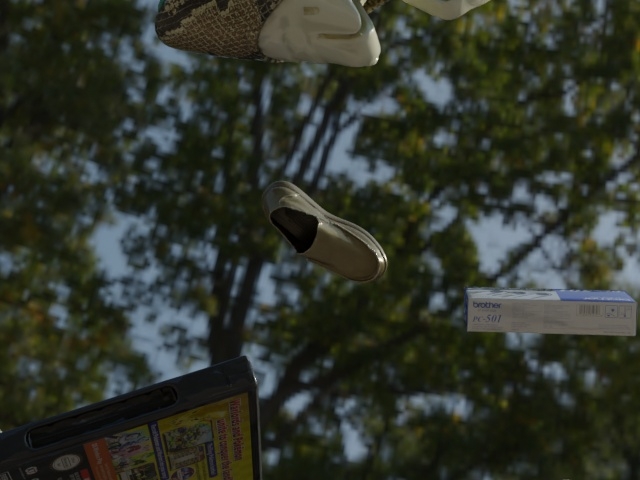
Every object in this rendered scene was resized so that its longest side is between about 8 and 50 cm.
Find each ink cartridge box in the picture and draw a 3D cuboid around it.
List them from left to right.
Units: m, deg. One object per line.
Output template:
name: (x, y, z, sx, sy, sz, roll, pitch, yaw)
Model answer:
ink cartridge box: (0.285, 0.088, 1.958, 0.207, 0.046, 0.097, 2, 7, 2)

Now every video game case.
video game case: (-0.173, 0.196, 1.342, 0.248, 0.035, 0.275, -17, -25, -9)

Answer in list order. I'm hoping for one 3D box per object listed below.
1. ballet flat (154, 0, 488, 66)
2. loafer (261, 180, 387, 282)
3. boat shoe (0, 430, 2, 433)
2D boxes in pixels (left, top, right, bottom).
ballet flat: (0.070, -0.284, 1.586, 0.483, 0.182, 0.164, -30, -23, -3)
loafer: (0.000, 0.000, 1.568, 0.148, 0.050, 0.056, 33, -60, -7)
boat shoe: (-0.382, 0.287, 1.824, 0.183, 0.066, 0.066, 61, -34, 3)
